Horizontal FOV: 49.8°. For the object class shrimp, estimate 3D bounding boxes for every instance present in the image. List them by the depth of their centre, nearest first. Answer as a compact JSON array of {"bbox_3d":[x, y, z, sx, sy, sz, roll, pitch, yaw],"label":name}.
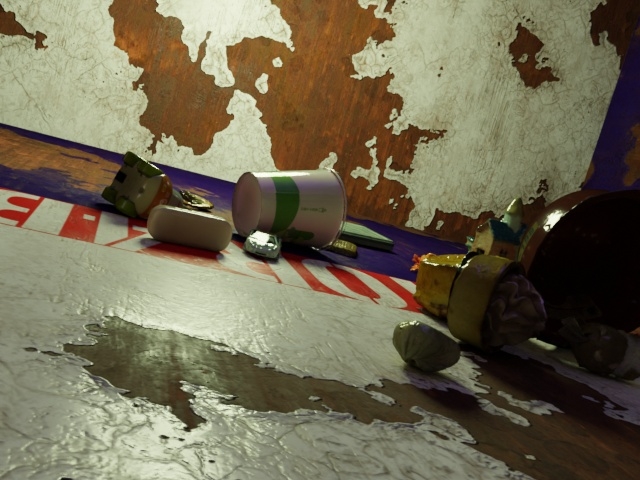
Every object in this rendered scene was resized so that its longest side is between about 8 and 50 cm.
[{"bbox_3d":[-0.438,-0.132,2.281,0.178,0.034,0.124,26,18,32],"label":"shrimp"}]

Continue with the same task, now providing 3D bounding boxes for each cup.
[{"bbox_3d":[-0.098,-0.099,1.997,0.274,0.253,0.253,3,13,-34],"label":"cup"}]

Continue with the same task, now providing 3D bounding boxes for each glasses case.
[{"bbox_3d":[-0.301,-0.028,1.597,0.196,0.083,0.050,14,6,-28],"label":"glasses case"}]

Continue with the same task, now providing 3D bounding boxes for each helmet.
[{"bbox_3d":[0.584,0.020,1.535,0.338,0.385,0.230,5,26,-8],"label":"helmet"}]

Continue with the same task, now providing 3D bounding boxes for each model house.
[{"bbox_3d":[0.580,0.001,2.287,0.267,0.325,0.194,11,11,-34],"label":"model house"}]

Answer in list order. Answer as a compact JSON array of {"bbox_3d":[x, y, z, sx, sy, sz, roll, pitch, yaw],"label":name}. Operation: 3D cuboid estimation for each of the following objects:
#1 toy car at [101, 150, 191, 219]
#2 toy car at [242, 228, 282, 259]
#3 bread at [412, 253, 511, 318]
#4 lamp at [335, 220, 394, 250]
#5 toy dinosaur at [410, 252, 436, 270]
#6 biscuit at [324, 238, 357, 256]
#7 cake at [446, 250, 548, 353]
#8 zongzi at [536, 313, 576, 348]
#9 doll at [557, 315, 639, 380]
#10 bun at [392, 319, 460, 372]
[{"bbox_3d":[-0.442,-0.118,1.847,0.235,0.145,0.235,30,-2,1],"label":"toy car"},{"bbox_3d":[-0.145,0.006,1.780,0.095,0.056,0.205,17,7,-4],"label":"toy car"},{"bbox_3d":[0.345,0.108,1.635,0.268,0.145,0.268,1,6,0],"label":"bread"},{"bbox_3d":[0.109,-0.029,2.583,0.269,0.047,0.266,12,10,-28],"label":"lamp"},{"bbox_3d":[0.349,0.085,2.191,0.117,0.070,0.288,1,8,-20],"label":"toy dinosaur"},{"bbox_3d":[0.000,0.000,2.224,0.254,0.029,0.172,17,7,2],"label":"biscuit"},{"bbox_3d":[0.366,0.126,1.373,0.178,0.207,0.185,9,-40,31],"label":"cake"},{"bbox_3d":[0.562,0.200,1.698,0.241,0.111,0.248,0,5,-20],"label":"zongzi"},{"bbox_3d":[0.597,0.231,1.464,0.221,0.105,0.115,16,-7,-14],"label":"doll"},{"bbox_3d":[0.169,0.177,1.128,0.115,0.069,0.115,29,-8,5],"label":"bun"}]
